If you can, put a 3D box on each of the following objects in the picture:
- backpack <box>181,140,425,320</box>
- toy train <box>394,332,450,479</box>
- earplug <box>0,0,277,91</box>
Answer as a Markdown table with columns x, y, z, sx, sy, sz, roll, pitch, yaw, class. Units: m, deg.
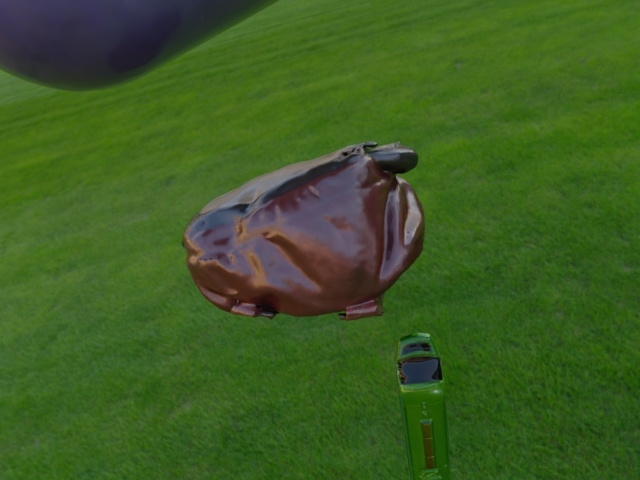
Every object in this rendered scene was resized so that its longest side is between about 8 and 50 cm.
| x | y | z | sx | sy | sz | roll | pitch | yaw | class |
| --- | --- | --- | --- | --- | --- | --- | --- | --- | --- |
| -0.001 | -0.002 | 0.476 | 0.230 | 0.138 | 0.229 | -18 | 1 | 0 | backpack |
| 0.104 | 0.182 | 0.515 | 0.044 | 0.209 | 0.042 | -9 | 34 | 5 | toy train |
| -0.090 | -0.275 | 0.410 | 0.215 | 0.215 | 0.455 | 12 | 48 | 35 | earplug |
